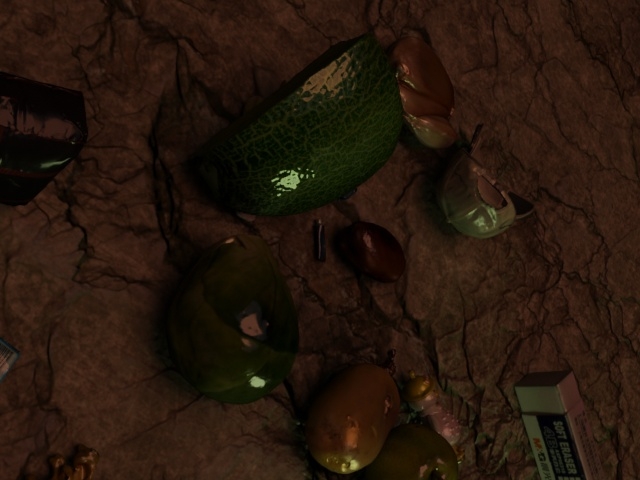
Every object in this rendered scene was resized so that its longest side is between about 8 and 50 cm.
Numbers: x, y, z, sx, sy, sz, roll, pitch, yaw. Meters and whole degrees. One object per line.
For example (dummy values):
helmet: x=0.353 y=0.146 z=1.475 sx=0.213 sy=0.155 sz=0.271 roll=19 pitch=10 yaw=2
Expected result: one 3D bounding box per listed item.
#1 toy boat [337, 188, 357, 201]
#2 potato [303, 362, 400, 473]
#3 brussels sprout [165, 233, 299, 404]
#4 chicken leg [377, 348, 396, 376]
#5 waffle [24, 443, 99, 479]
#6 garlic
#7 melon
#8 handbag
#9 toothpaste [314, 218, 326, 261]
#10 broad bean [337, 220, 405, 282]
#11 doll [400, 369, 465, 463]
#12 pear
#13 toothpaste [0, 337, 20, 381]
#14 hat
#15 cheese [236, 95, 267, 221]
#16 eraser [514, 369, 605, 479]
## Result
toy boat: x=0.050 y=-0.187 z=1.953 sx=0.109 sy=0.098 sz=0.238 roll=15 pitch=74 yaw=-35
potato: x=0.059 y=0.319 z=1.858 sx=0.234 sy=0.146 sz=0.150 roll=-49 pitch=157 yaw=-50
brussels sprout: x=-0.143 y=0.126 z=1.676 sx=0.219 sy=0.210 sz=0.271 roll=27 pitch=51 yaw=-40
chicken leg: x=0.132 y=0.252 z=2.007 sx=0.036 sy=0.021 sz=0.083 roll=52 pitch=53 yaw=-11
waffle: x=-0.367 y=0.478 z=1.509 sx=0.260 sy=0.069 sz=0.293 roll=-46 pitch=112 yaw=-37
garlic: x=0.188 y=-0.314 z=2.091 sx=0.228 sy=0.110 sz=0.217 roll=36 pitch=49 yaw=-44
melon: x=-0.039 y=-0.177 z=1.763 sx=0.226 sy=0.331 sz=0.343 roll=38 pitch=69 yaw=20
handbag: x=-0.453 y=-0.143 z=1.430 sx=0.169 sy=0.215 sz=0.155 roll=5 pitch=62 yaw=-43
toothpaste: x=0.000 y=0.000 z=1.933 sx=0.027 sy=0.019 sz=0.083 roll=4 pitch=81 yaw=-65
broad bean: x=0.106 y=0.022 z=1.980 sx=0.165 sy=0.084 sz=0.114 roll=20 pitch=68 yaw=-44
doll: x=0.224 y=0.350 z=2.028 sx=0.207 sy=0.081 sz=0.129 roll=62 pitch=10 yaw=-5
pear: x=0.184 y=0.429 z=1.897 sx=0.180 sy=0.216 sz=0.166 roll=-12 pitch=90 yaw=-30
toothpaste: x=-0.544 y=0.105 z=1.422 sx=0.267 sy=0.050 sz=0.065 roll=46 pitch=58 yaw=-26
hat: x=0.337 y=-0.116 z=2.168 sx=0.232 sy=0.161 sz=0.275 roll=58 pitch=28 yaw=-16
cheese: x=-0.105 y=-0.155 z=1.843 sx=0.127 sy=0.050 sz=0.255 roll=31 pitch=64 yaw=-34
eraser: x=0.534 y=0.438 z=2.259 sx=0.086 sy=0.130 sz=0.287 roll=-25 pitch=99 yaw=-43
